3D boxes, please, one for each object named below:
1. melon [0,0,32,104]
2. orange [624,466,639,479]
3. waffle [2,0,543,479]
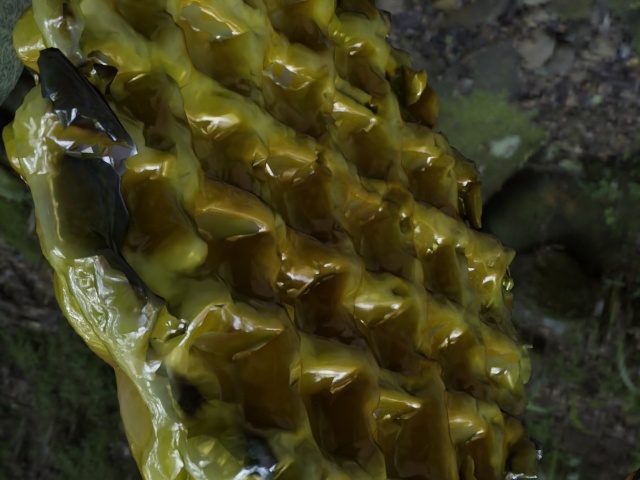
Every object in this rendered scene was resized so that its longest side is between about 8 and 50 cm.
[{"bbox_3d":[-0.313,-0.151,0.666,0.249,0.248,0.329,17,-169,-3],"label":"melon"},{"bbox_3d":[0.306,0.231,0.732,0.234,0.182,0.234,31,180,0],"label":"orange"},{"bbox_3d":[0.000,0.000,0.577,0.095,0.382,0.379,-20,-170,31],"label":"waffle"}]
